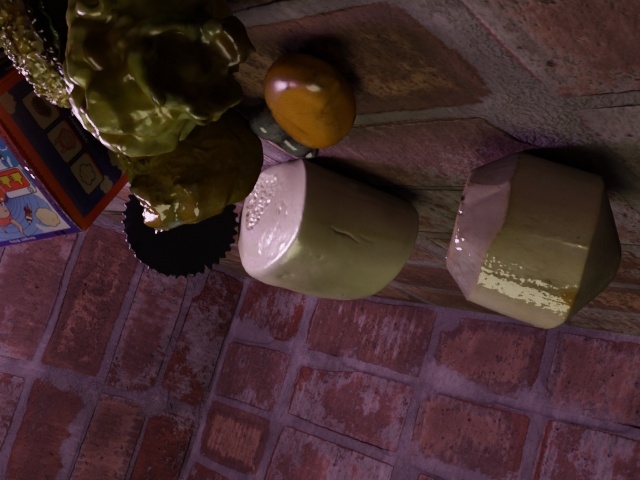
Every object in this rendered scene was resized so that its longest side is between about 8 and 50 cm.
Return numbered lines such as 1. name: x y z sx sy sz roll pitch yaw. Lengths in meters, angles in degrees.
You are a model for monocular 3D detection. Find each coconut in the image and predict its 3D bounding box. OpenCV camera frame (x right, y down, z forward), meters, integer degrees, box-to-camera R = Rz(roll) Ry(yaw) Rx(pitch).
1. coconut: 0.384 -0.003 1.311 0.323 0.323 0.323 16 169 3

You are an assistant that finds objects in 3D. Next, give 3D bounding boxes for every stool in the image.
1. stool: -0.391 -0.039 2.051 0.297 0.297 0.330 19 173 -10

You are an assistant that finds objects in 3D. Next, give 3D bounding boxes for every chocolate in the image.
1. chocolate: -0.070 -0.216 1.469 0.167 0.072 0.072 25 166 -32

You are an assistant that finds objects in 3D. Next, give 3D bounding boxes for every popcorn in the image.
1. popcorn: -0.227 -0.252 1.023 0.270 0.258 0.224 -27 159 14

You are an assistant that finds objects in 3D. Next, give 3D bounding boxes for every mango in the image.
1. mango: -0.014 -0.237 1.210 0.157 0.109 0.262 26 164 4

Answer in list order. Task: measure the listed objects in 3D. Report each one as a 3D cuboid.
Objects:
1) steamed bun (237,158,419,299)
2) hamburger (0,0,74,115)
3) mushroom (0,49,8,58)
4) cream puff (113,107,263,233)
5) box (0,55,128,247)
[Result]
1. steamed bun: 0.000 0.000 1.839 0.371 0.290 0.456 20 168 -21
2. hamburger: -0.406 -0.303 1.142 0.138 0.262 0.243 -25 163 4
3. mushroom: -0.731 -0.362 1.670 0.116 0.093 0.225 -6 160 3
4. cream puff: -0.260 -0.189 1.483 0.274 0.270 0.323 -17 -157 9
5. box: -0.621 -0.179 1.489 0.348 0.257 0.319 -7 127 29
